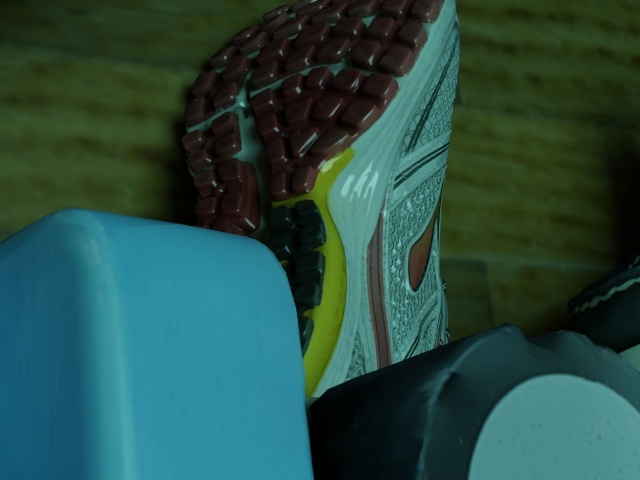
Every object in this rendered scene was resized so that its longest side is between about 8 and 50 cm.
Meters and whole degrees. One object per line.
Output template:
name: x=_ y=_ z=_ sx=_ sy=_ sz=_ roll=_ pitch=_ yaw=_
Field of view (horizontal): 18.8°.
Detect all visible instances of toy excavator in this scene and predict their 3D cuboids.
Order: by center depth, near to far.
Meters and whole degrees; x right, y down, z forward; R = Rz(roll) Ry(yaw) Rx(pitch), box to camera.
toy excavator: x=-0.139 y=0.072 z=0.381 sx=0.445 sy=0.222 sz=0.433 roll=10 pitch=67 yaw=-41

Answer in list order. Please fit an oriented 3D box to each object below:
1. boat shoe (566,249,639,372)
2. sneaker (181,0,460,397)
boat shoe: x=0.186 y=-0.034 z=0.755 sx=0.340 sy=0.127 sz=0.113 roll=-23 pitch=87 yaw=-42
sneaker: x=0.000 y=0.000 z=0.642 sx=0.093 sy=0.088 sz=0.225 roll=55 pitch=42 yaw=-40
